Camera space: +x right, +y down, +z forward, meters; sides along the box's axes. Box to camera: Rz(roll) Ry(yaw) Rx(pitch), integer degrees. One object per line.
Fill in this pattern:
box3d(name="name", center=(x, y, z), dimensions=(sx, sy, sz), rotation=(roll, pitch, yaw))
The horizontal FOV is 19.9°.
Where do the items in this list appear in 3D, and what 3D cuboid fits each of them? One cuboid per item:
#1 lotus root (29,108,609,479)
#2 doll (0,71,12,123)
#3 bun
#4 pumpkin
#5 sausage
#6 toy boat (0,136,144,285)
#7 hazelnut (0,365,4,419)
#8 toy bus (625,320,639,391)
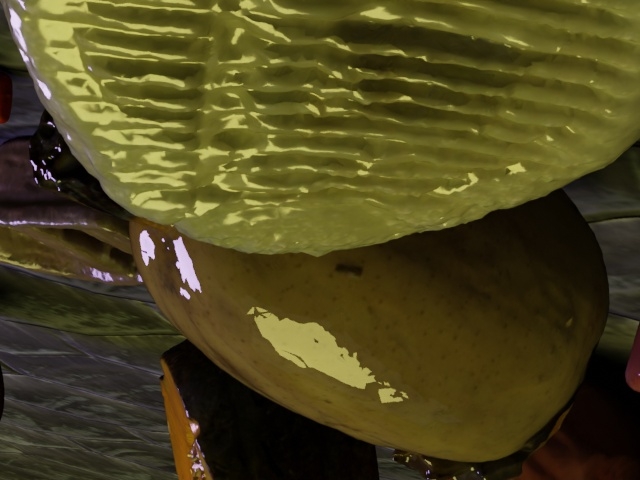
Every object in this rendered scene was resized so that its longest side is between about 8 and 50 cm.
box3d(name="lotus root", center=(0.000, 0.000, 0.856), dimensions=(0.310, 0.182, 0.183), rotation=(26, 161, -28))
box3d(name="doll", center=(-0.267, -0.084, 1.002), dimensions=(0.195, 0.062, 0.104), rotation=(4, -159, 10))
box3d(name="bun", center=(0.014, -0.092, 0.569), dimensions=(0.220, 0.134, 0.220), rotation=(-3, 143, -2))
box3d(name="pumpkin", center=(-0.045, 0.137, 1.362), dimensions=(0.139, 0.221, 0.317), rotation=(-13, 167, -6))
box3d(name="sausage", center=(0.194, 0.181, 1.361), dimensions=(0.152, 0.152, 0.280), rotation=(3, 162, 36))
box3d(name="toy boat", center=(-0.149, -0.017, 1.133), dimensions=(0.188, 0.061, 0.116), rotation=(0, 161, 42))
box3d(name="hazelnut", center=(-0.381, 0.125, 1.571), dimensions=(0.229, 0.229, 0.229), rotation=(13, 165, 4))
box3d(name="toy bus", center=(0.226, -0.010, 0.558), dimensions=(0.233, 0.203, 0.427), rotation=(16, 165, 11))
